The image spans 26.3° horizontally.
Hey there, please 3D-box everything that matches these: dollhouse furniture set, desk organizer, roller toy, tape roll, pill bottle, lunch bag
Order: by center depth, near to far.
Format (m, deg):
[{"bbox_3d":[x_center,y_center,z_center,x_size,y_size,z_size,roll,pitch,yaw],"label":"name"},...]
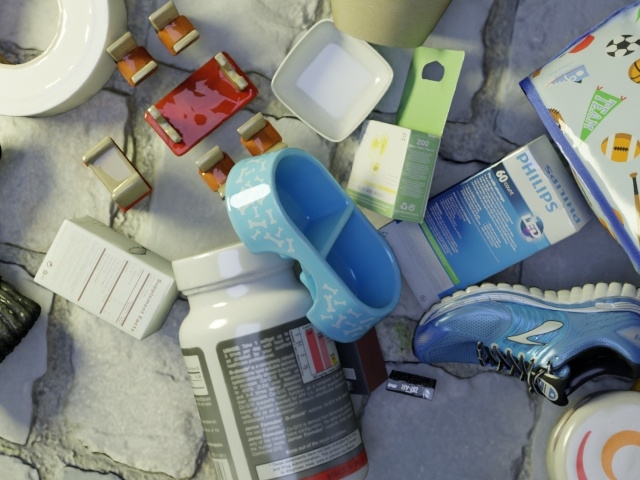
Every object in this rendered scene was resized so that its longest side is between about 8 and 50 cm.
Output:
[{"bbox_3d":[0.483,-0.144,1.778,0.328,0.239,0.385,-34,65,10],"label":"lunch bag"},{"bbox_3d":[0.408,0.297,1.867,0.191,0.146,0.209,-7,84,2],"label":"roller toy"},{"bbox_3d":[-0.075,0.180,1.890,0.210,0.210,0.362,-15,92,8],"label":"pill bottle"},{"bbox_3d":[-0.211,-0.161,1.946,0.259,0.135,0.262,-39,89,-3],"label":"dollhouse furniture set"},{"bbox_3d":[0.052,0.151,1.951,0.047,0.050,0.130,0,112,40],"label":"desk organizer"},{"bbox_3d":[-0.424,-0.318,1.958,0.286,0.100,0.286,0,93,8],"label":"tape roll"}]

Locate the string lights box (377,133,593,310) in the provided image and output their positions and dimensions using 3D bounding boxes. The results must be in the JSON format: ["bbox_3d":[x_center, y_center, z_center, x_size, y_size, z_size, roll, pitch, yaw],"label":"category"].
[{"bbox_3d":[0.221,-0.022,1.856,0.260,0.077,0.133,-30,90,32],"label":"string lights box"}]

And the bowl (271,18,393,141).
[{"bbox_3d":[0.019,-0.226,1.929,0.142,0.053,0.142,40,99,3],"label":"bowl"}]

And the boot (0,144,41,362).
[{"bbox_3d":[-0.500,0.020,1.971,0.260,0.131,0.348,40,108,10],"label":"boot"}]

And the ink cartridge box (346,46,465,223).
[{"bbox_3d":[0.112,-0.152,1.863,0.056,0.171,0.235,10,97,-22],"label":"ink cartridge box"}]

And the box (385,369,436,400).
[{"bbox_3d":[0.129,0.203,1.928,0.067,0.083,0.018,13,94,6],"label":"box"}]

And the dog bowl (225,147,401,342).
[{"bbox_3d":[0.000,0.000,1.835,0.074,0.166,0.297,-27,111,37],"label":"dog bowl"}]

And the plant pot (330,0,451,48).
[{"bbox_3d":[0.110,-0.406,1.828,0.257,0.256,0.274,15,112,6],"label":"plant pot"}]

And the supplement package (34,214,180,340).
[{"bbox_3d":[-0.297,0.052,1.962,0.179,0.105,0.105,29,97,4],"label":"supplement package"}]

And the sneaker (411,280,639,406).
[{"bbox_3d":[0.284,0.143,1.842,0.330,0.129,0.147,-5,59,14],"label":"sneaker"}]
